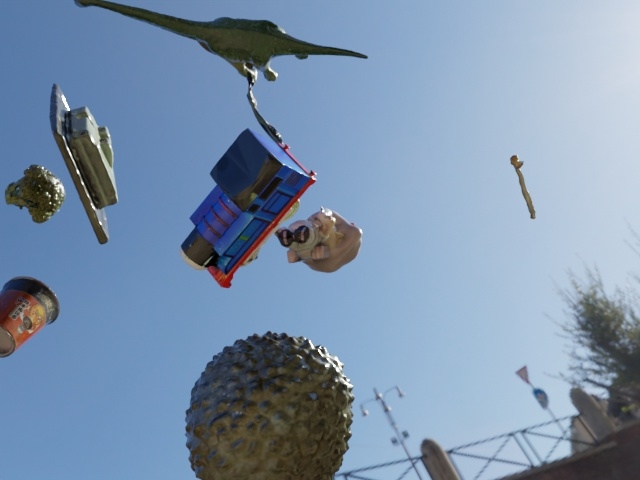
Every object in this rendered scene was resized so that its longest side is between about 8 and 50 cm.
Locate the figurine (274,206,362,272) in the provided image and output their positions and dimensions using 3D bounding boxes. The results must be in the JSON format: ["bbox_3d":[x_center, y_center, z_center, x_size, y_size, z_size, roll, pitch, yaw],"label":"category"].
[{"bbox_3d":[0.000,0.000,1.060,0.137,0.112,0.229,-17,-8,19],"label":"figurine"}]

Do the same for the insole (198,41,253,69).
[{"bbox_3d":[-0.194,-0.383,1.248,0.135,0.002,0.045,35,-86,-16],"label":"insole"}]

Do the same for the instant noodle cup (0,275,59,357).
[{"bbox_3d":[-0.611,0.157,1.237,0.127,0.136,0.127,4,-61,8],"label":"instant noodle cup"}]

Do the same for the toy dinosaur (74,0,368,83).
[{"bbox_3d":[-0.159,-0.372,1.083,0.447,0.087,0.301,3,-10,22],"label":"toy dinosaur"}]

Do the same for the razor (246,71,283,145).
[{"bbox_3d":[-0.112,-0.242,1.177,0.028,0.155,0.044,-25,-10,-3],"label":"razor"}]

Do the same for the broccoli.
[{"bbox_3d":[-0.624,-0.102,1.362,0.120,0.131,0.130,-9,-39,-10],"label":"broccoli"}]

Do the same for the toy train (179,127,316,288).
[{"bbox_3d":[-0.105,-0.039,0.822,0.204,0.083,0.131,-49,-24,12],"label":"toy train"}]

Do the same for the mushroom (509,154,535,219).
[{"bbox_3d":[0.409,-0.104,1.245,0.286,0.025,0.028,40,-116,-59],"label":"mushroom"}]

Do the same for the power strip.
[{"bbox_3d":[-0.461,-0.162,1.246,0.092,0.257,0.251,-14,-52,-15],"label":"power strip"}]

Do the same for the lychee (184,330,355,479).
[{"bbox_3d":[-0.067,0.257,0.901,0.274,0.255,0.255,-39,-39,23],"label":"lychee"}]
